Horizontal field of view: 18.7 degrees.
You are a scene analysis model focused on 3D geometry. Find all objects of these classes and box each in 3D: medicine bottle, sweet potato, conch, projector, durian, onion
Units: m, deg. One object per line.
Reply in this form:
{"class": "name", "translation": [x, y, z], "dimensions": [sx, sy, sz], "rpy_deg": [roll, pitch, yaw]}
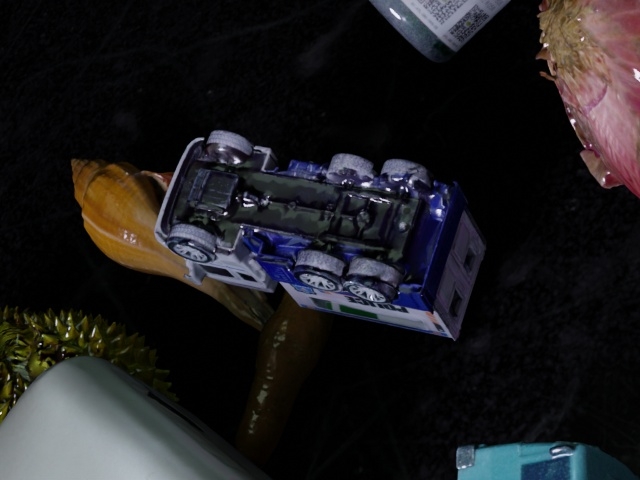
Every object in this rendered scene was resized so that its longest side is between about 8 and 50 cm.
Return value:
{"class": "medicine bottle", "translation": [0.173, -0.315, 1.865], "dimensions": [0.293, 0.141, 0.141], "rpy_deg": [-43, 44, 11]}
{"class": "sweet potato", "translation": [-0.030, 0.104, 1.829], "dimensions": [0.067, 0.067, 0.273], "rpy_deg": [13, 78, 45]}
{"class": "conch", "translation": [-0.153, 0.005, 1.986], "dimensions": [0.109, 0.093, 0.330], "rpy_deg": [-29, 57, -34]}
{"class": "projector", "translation": [-0.153, 0.279, 1.676], "dimensions": [0.249, 0.248, 0.248], "rpy_deg": [33, 86, 45]}
{"class": "durian", "translation": [-0.284, 0.196, 1.885], "dimensions": [0.291, 0.224, 0.291], "rpy_deg": [-2, 43, 2]}
{"class": "onion", "translation": [0.311, -0.170, 1.511], "dimensions": [0.354, 0.354, 0.353], "rpy_deg": [-22, 51, 29]}

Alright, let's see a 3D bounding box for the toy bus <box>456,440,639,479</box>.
{"class": "toy bus", "translation": [0.177, 0.282, 1.487], "dimensions": [0.147, 0.128, 0.256], "rpy_deg": [-14, 57, 32]}

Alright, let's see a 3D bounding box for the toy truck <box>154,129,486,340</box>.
{"class": "toy truck", "translation": [0.000, 0.000, 1.750], "dimensions": [0.268, 0.155, 0.124], "rpy_deg": [11, 70, 25]}
